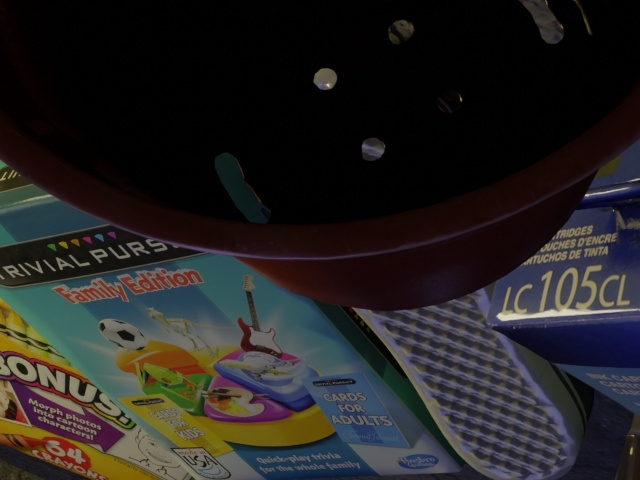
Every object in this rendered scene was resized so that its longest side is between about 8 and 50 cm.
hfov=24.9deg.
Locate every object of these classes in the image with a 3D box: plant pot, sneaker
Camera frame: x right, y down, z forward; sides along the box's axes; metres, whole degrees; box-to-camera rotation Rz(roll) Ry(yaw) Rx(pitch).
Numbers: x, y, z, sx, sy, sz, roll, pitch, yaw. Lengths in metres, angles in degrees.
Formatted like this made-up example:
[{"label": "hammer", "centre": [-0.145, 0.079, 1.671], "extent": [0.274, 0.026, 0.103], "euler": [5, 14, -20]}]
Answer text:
[{"label": "plant pot", "centre": [0.014, -0.097, 0.534], "extent": [0.272, 0.272, 0.265], "euler": [16, 169, 11]}, {"label": "sneaker", "centre": [0.082, 0.000, 0.917], "extent": [0.126, 0.127, 0.321], "euler": [-10, 123, 31]}]

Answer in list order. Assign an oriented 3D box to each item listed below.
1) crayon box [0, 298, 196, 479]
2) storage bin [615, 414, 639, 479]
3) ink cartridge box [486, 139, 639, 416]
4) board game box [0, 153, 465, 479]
[{"label": "crayon box", "centre": [-0.211, 0.098, 1.328], "extent": [0.363, 0.106, 0.313], "euler": [19, 142, 9]}, {"label": "storage bin", "centre": [0.413, 0.204, 1.136], "extent": [0.260, 0.123, 0.262], "euler": [31, 159, -30]}, {"label": "ink cartridge box", "centre": [0.283, 0.033, 0.761], "extent": [0.395, 0.151, 0.270], "euler": [32, 158, -28]}, {"label": "board game box", "centre": [-0.076, 0.051, 1.035], "extent": [0.254, 0.079, 0.336], "euler": [-10, 135, 37]}]
